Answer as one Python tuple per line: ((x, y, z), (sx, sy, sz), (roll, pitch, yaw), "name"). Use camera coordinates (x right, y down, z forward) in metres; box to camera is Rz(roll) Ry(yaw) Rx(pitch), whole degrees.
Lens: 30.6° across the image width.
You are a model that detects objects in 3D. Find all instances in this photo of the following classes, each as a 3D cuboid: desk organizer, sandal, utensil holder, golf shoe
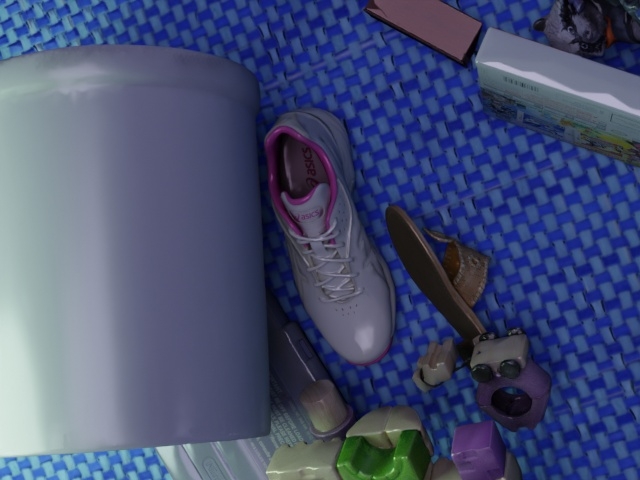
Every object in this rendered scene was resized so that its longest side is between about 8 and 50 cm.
((0.118, -0.248, 1.313), (0.130, 0.047, 0.050), (31, 98, 12), "desk organizer")
((0.163, 0.049, 1.317), (0.079, 0.088, 0.240), (-31, 92, -16), "sandal")
((-0.216, 0.026, 1.239), (0.328, 0.327, 0.385), (-6, 81, 16), "utensil holder")
((0.000, 0.000, 1.313), (0.115, 0.140, 0.306), (-19, 90, 14), "golf shoe")

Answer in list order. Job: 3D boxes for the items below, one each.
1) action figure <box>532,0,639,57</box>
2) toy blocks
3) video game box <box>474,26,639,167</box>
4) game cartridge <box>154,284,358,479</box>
((0.374, -0.264, 1.161), (0.330, 0.178, 0.341), (-28, 42, 22), "action figure")
((0.110, 0.302, 1.225), (0.289, 0.309, 0.260), (-13, 118, 26), "toy blocks")
((0.266, -0.141, 1.205), (0.205, 0.187, 0.048), (21, 83, 13), "video game box")
((-0.060, 0.256, 1.387), (0.230, 0.068, 0.355), (-32, 85, 11), "game cartridge")
